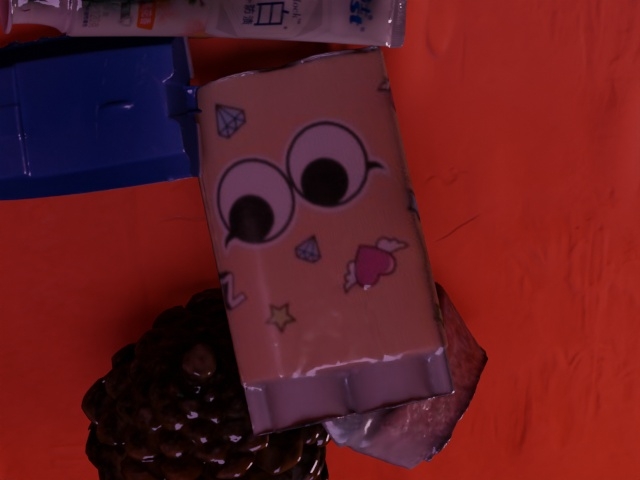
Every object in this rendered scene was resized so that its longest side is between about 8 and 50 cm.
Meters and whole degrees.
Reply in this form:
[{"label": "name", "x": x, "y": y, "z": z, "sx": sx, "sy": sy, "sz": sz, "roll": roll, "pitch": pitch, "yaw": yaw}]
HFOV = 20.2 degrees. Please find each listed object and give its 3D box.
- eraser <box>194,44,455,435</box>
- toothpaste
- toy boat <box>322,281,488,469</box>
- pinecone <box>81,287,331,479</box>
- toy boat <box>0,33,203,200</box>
[{"label": "eraser", "x": 0.000, "y": 0.000, "z": 1.466, "sx": 0.171, "sy": 0.087, "sz": 0.290, "roll": -12, "pitch": 88, "yaw": 8}, {"label": "toothpaste", "x": -0.082, "y": -0.191, "z": 1.377, "sx": 0.323, "sy": 0.066, "sz": 0.100, "roll": -4, "pitch": 112, "yaw": -19}, {"label": "toy boat", "x": 0.013, "y": 0.060, "z": 1.563, "sx": 0.282, "sy": 0.206, "sz": 0.096, "roll": 47, "pitch": 139, "yaw": -15}, {"label": "pinecone", "x": -0.094, "y": 0.174, "z": 1.612, "sx": 0.224, "sy": 0.224, "sz": 0.272, "roll": -10, "pitch": 146, "yaw": 4}, {"label": "toy boat", "x": -0.236, "y": -0.098, "z": 1.465, "sx": 0.295, "sy": 0.088, "sz": 0.129, "roll": -7, "pitch": 91, "yaw": 19}]
